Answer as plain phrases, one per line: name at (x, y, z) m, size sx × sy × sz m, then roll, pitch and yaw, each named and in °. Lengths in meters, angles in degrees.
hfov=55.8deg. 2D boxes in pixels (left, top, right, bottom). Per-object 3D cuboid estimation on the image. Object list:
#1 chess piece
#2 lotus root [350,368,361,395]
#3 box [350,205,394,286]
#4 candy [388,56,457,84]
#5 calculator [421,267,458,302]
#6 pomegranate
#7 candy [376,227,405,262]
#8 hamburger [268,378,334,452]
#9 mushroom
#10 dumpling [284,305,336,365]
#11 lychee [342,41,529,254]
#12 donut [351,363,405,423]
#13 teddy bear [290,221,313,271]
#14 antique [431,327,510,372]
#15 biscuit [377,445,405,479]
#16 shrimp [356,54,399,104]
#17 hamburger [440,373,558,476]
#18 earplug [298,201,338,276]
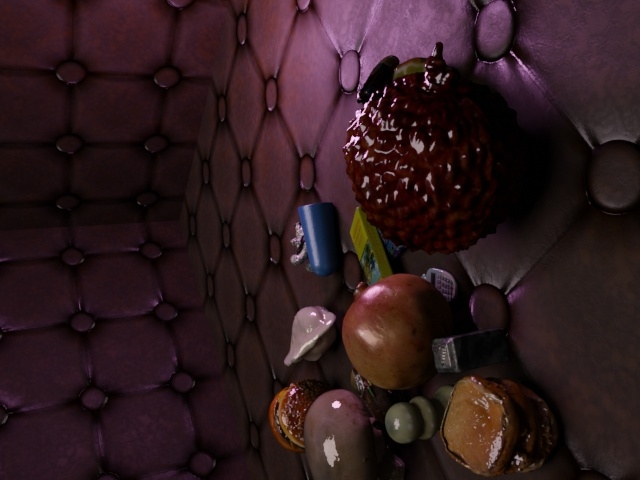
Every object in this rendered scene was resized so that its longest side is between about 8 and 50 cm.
chess piece at (0.289, 0.472, 1.635) m, size 0.144 × 0.251 × 0.145 m, roll 17°, pitch 109°, yaw 62°
lotus root at (0.144, 0.483, 2.087) m, size 0.183 × 0.077 × 0.090 m, roll 94°, pitch 160°, yaw -51°
box at (0.175, 0.072, 1.971) m, size 0.187 × 0.047 × 0.335 m, roll 101°, pitch 153°, yaw -63°
candy at (0.279, -0.374, 1.673) m, size 0.260 × 0.117 × 0.260 m, roll 21°, pitch 114°, yaw 58°
calculator at (0.340, 0.128, 1.735) m, size 0.153 × 0.021 × 0.095 m, roll 16°, pitch 108°, yaw 61°
pomegranate at (0.200, 0.242, 1.681) m, size 0.338 × 0.338 × 0.339 m, roll 17°, pitch 109°, yaw 61°
candy at (0.241, -0.032, 1.854) m, size 0.275 × 0.070 × 0.145 m, roll -42°, pitch 65°, yaw 61°
hamburger at (-0.046, 0.671, 2.320) m, size 0.225 × 0.290 × 0.291 m, roll -48°, pitch 52°, yaw 52°
mushroom at (0.101, 0.664, 1.965) m, size 0.362 × 0.294 × 0.363 m, roll 173°, pitch 90°, yaw -75°
dumpling at (-0.056, 0.372, 2.322) m, size 0.187 × 0.243 × 0.318 m, roll 45°, pitch 153°, yaw 10°
lychee at (0.259, -0.201, 1.396) m, size 0.424 × 0.424 × 0.500 m, roll 43°, pitch 151°, yaw 53°
donut at (0.181, 0.436, 1.887) m, size 0.269 × 0.103 × 0.270 m, roll -22°, pitch -90°, yaw -79°
teddy bear at (-0.053, 0.007, 2.385) m, size 0.111 × 0.133 × 0.213 m, roll -35°, pitch 47°, yaw 37°
antique at (0.372, 0.277, 1.519) m, size 0.088 × 0.182 × 0.086 m, roll -25°, pitch 73°, yaw 62°
biscuit at (0.203, 0.740, 2.059) m, size 0.239 × 0.061 × 0.108 m, roll 32°, pitch 120°, yaw 56°
shrimp at (0.160, -0.417, 1.774) m, size 0.054 × 0.290 × 0.222 m, roll 25°, pitch 128°, yaw 13°
hamburger at (0.413, 0.438, 1.437) m, size 0.260 × 0.211 × 0.245 m, roll -54°, pitch 40°, yaw 45°
earplug at (0.000, 0.000, 2.274) m, size 0.132 × 0.132 × 0.273 m, roll -10°, pitch 89°, yaw 63°
